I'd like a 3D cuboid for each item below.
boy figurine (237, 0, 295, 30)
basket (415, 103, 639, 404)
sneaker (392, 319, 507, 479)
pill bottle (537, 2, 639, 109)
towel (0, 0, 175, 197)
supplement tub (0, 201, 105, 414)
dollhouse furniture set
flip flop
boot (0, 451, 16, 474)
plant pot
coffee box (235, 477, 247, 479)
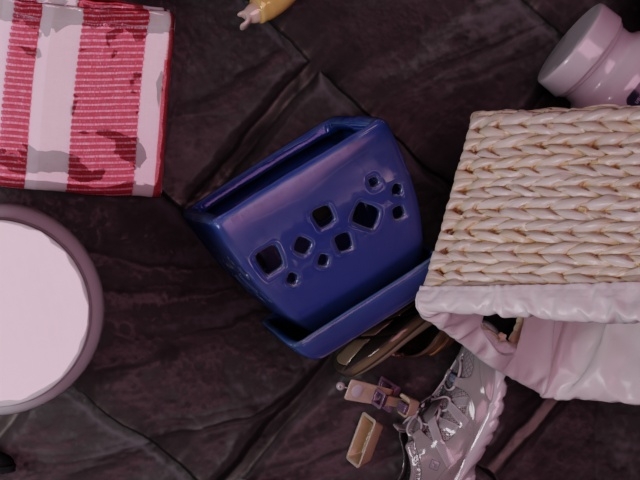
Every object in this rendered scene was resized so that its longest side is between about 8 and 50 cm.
[{"bbox_3d":[-0.076,-0.344,1.915,0.285,0.092,0.177,-2,88,-8],"label":"boy figurine"},{"bbox_3d":[0.344,0.023,1.799,0.328,0.331,0.266,33,65,-47],"label":"basket"},{"bbox_3d":[0.151,0.229,1.953,0.115,0.105,0.281,18,86,-6],"label":"sneaker"},{"bbox_3d":[0.408,-0.165,1.968,0.264,0.153,0.153,38,84,-9],"label":"pill bottle"},{"bbox_3d":[-0.342,-0.179,1.885,0.329,0.037,0.237,5,90,-14],"label":"towel"},{"bbox_3d":[-0.356,0.072,1.755,0.228,0.316,0.228,0,91,-10],"label":"supplement tub"},{"bbox_3d":[0.051,0.226,1.935,0.081,0.091,0.114,15,99,-33],"label":"dollhouse furniture set"},{"bbox_3d":[0.142,0.095,1.959,0.277,0.112,0.080,-32,110,-13],"label":"flip flop"},{"bbox_3d":[-0.422,0.228,1.885,0.121,0.045,0.099,4,89,-7],"label":"boot"},{"bbox_3d":[0.000,0.000,1.864,0.236,0.236,0.212,-32,101,-9],"label":"plant pot"},{"bbox_3d":[-0.156,0.510,1.786,0.337,0.334,0.338,-22,96,-10],"label":"coffee box"}]
